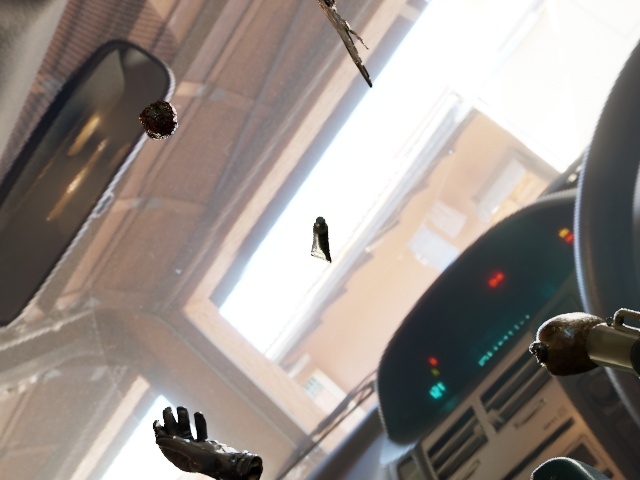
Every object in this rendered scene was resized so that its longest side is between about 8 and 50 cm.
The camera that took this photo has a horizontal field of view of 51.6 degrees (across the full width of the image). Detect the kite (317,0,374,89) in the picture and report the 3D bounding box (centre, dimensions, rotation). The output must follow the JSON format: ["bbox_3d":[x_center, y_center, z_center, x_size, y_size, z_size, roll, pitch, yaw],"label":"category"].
[{"bbox_3d":[0.028,-0.481,1.392,0.014,0.368,0.406,-30,-48,3],"label":"kite"}]

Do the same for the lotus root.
[{"bbox_3d":[0.604,0.252,1.605,0.260,0.145,0.128,-5,-16,-33],"label":"lotus root"}]

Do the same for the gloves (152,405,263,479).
[{"bbox_3d":[-0.263,0.470,1.476,0.119,0.285,0.142,-62,-23,0],"label":"gloves"}]

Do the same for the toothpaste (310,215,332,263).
[{"bbox_3d":[0.000,0.000,1.583,0.037,0.062,0.216,-59,-15,-23],"label":"toothpaste"}]

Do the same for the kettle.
[{"bbox_3d":[0.670,0.227,1.438,0.127,0.098,0.148,-56,11,-8],"label":"kettle"}]

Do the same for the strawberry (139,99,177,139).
[{"bbox_3d":[-0.354,-0.259,1.447,0.083,0.083,0.096,-43,0,-26],"label":"strawberry"}]

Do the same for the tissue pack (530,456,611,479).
[{"bbox_3d":[0.349,0.475,0.941,0.287,0.206,0.198,-51,25,2],"label":"tissue pack"}]
